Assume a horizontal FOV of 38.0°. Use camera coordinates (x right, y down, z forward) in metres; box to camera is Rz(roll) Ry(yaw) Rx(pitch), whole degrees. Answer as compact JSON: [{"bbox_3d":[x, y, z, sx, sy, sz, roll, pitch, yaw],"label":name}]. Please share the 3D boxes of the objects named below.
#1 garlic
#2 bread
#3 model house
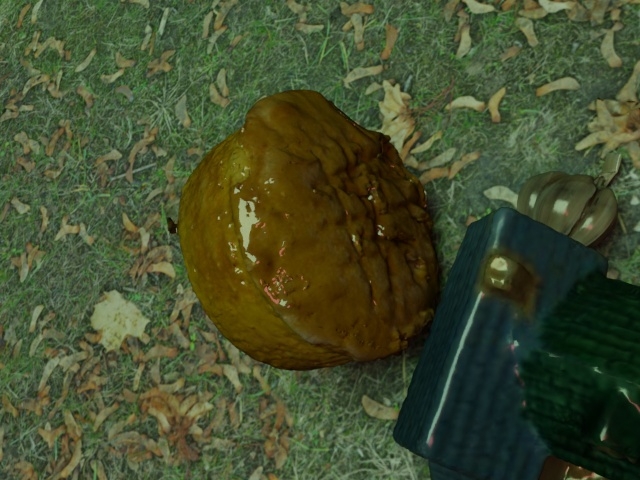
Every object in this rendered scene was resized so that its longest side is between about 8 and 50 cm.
[{"bbox_3d":[0.352,-0.053,1.245,0.194,0.127,0.131,-42,50,-15],"label":"garlic"},{"bbox_3d":[0.000,0.000,1.274,0.215,0.398,0.398,-23,60,36],"label":"bread"},{"bbox_3d":[0.289,0.180,1.045,0.382,0.342,0.335,15,78,33],"label":"model house"}]
